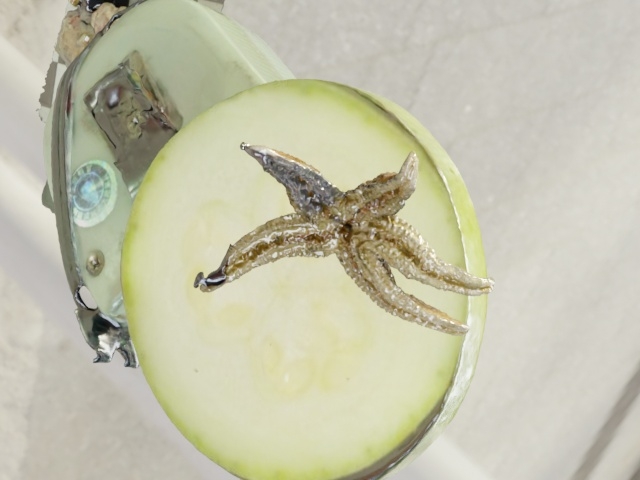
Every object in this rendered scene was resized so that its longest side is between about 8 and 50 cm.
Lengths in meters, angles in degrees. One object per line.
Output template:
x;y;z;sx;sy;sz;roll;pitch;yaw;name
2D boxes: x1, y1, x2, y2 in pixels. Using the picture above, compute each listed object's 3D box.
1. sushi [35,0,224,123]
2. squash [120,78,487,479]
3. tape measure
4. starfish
-0.174;-0.192;1.177;0.043;0.192;0.279;-3;124;-48;sushi
-0.010;0.030;0.845;0.049;0.252;0.252;-2;128;-58;squash
-0.128;-0.060;1.025;0.235;0.207;0.115;-47;151;15;tape measure
0.000;-0.005;0.619;0.133;0.130;0.041;58;33;-33;starfish
